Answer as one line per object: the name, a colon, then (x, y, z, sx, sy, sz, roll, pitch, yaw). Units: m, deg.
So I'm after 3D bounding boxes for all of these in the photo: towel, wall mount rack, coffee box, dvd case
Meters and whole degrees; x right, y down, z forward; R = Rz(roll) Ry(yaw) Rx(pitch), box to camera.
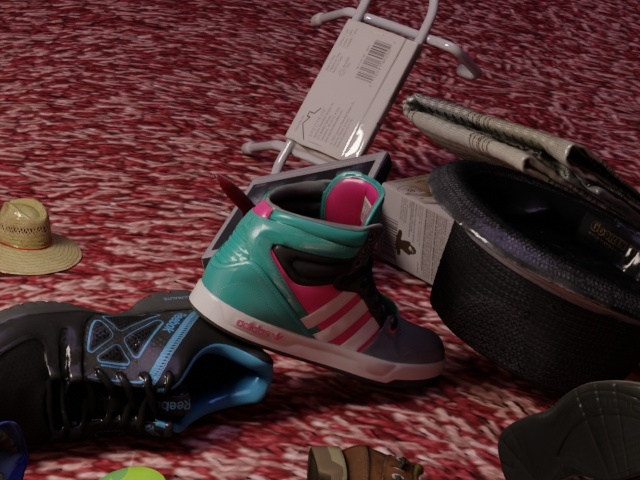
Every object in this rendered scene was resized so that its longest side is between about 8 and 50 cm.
towel: (0.280, -0.054, 2.128, 0.312, 0.056, 0.324, 33, -5, -33)
wall mount rack: (0.029, -0.183, 2.382, 0.304, 0.350, 0.130, 24, -8, 35)
coffee box: (0.195, 0.005, 2.109, 0.141, 0.098, 0.246, -13, 27, -36)
dvd case: (-0.023, -0.033, 2.161, 0.179, 0.029, 0.238, -10, 21, 18)

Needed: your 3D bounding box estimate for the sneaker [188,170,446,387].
sneaker: (0.031, 0.028, 1.800, 0.296, 0.178, 0.124, 18, 16, -35)

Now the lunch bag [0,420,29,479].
lunch bag: (-0.359, 0.197, 1.447, 0.221, 0.138, 0.293, -8, 12, 2)

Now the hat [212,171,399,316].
hat: (0.000, 0.000, 1.963, 0.173, 0.183, 0.208, 11, 22, 17)

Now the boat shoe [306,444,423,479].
boat shoe: (0.055, 0.238, 1.453, 0.105, 0.110, 0.307, 1, 21, -7)

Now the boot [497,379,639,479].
boot: (0.288, 0.164, 1.625, 0.179, 0.085, 0.236, -5, -13, -32)

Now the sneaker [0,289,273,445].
sneaker: (-0.196, 0.123, 1.687, 0.341, 0.125, 0.140, -15, 30, -39)

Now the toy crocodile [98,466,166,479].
toy crocodile: (-0.097, 0.264, 1.359, 0.341, 0.115, 0.105, 19, 44, 38)

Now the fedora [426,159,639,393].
fedora: (0.232, 0.055, 1.857, 0.334, 0.152, 0.334, 24, 18, -8)

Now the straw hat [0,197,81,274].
straw hat: (-0.338, -0.015, 2.108, 0.145, 0.061, 0.144, 3, 21, -1)
